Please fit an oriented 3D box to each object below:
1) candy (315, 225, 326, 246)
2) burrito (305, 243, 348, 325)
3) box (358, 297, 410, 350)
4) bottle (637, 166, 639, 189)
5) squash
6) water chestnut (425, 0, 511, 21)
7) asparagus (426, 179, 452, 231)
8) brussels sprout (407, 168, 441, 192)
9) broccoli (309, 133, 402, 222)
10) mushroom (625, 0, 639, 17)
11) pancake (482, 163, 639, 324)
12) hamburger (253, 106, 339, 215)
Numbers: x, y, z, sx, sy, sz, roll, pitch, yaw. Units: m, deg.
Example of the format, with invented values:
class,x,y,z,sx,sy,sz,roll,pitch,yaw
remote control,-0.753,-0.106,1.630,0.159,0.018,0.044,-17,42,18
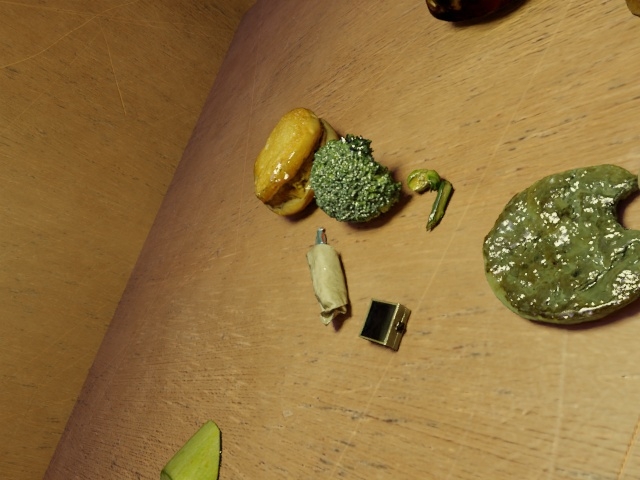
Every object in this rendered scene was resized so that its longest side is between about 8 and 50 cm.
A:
class,x,y,z,sx,sy,sz,roll,pitch,yaw
candy,-0.001,0.000,1.163,0.030,0.020,0.083,-36,41,36
burrito,0.015,0.091,1.026,0.087,0.060,0.226,-45,33,26
box,0.118,0.153,0.849,0.083,0.035,0.079,1,66,57
bottle,0.444,-0.043,0.466,0.110,0.097,0.209,-65,29,18
squash,-0.297,0.579,1.136,0.237,0.155,0.204,-7,97,52
water chestnut,0.282,-0.615,0.959,0.347,0.335,0.335,-29,31,-8
asparagus,0.225,-0.066,0.880,0.021,0.025,0.108,179,114,-78
brussels sprout,0.211,-0.119,0.923,0.083,0.046,0.051,19,76,58
broccoli,0.074,-0.135,1.023,0.226,0.198,0.176,-6,19,22
mushroom,0.505,-0.377,0.666,0.135,0.080,0.170,-52,34,-4
pancake,0.338,0.005,0.644,0.253,0.037,0.253,-37,37,35
hamburger,-0.076,-0.221,1.310,0.290,0.170,0.314,-44,34,21
